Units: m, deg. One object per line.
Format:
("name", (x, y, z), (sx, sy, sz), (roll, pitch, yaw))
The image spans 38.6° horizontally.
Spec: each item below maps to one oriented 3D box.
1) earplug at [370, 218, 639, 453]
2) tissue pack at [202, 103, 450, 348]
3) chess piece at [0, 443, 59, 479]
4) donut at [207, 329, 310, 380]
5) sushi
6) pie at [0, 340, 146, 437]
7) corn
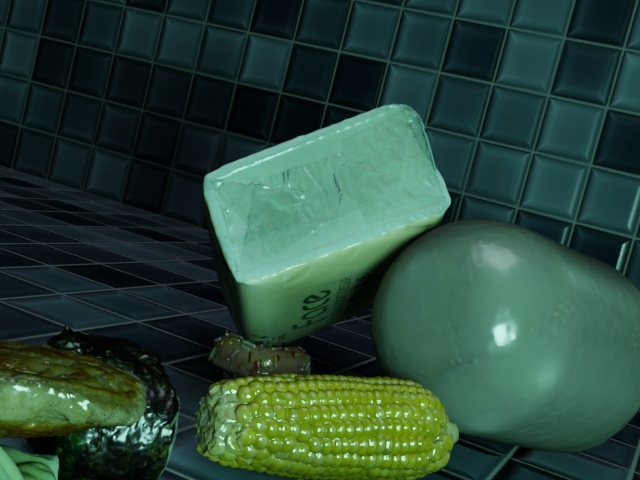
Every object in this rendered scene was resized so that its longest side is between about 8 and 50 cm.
("earplug", (0.256, 0.136, 1.293), (0.313, 0.312, 0.394), (20, 1, 43))
("tissue pack", (0.000, 0.000, 1.432), (0.332, 0.205, 0.405), (-20, -19, -10))
("chess piece", (-0.280, 0.190, 0.642), (0.176, 0.175, 0.298), (13, -7, -11))
("donut", (-0.083, 0.188, 1.392), (0.166, 0.065, 0.117), (10, 6, -22))
("sushi", (-0.232, 0.167, 0.943), (0.127, 0.124, 0.225), (14, 8, -25))
("pie", (-0.237, 0.127, 0.755), (0.194, 0.078, 0.163), (10, -7, -41))
("corn", (0.020, 0.216, 1.064), (0.347, 0.130, 0.130), (12, 6, -32))
